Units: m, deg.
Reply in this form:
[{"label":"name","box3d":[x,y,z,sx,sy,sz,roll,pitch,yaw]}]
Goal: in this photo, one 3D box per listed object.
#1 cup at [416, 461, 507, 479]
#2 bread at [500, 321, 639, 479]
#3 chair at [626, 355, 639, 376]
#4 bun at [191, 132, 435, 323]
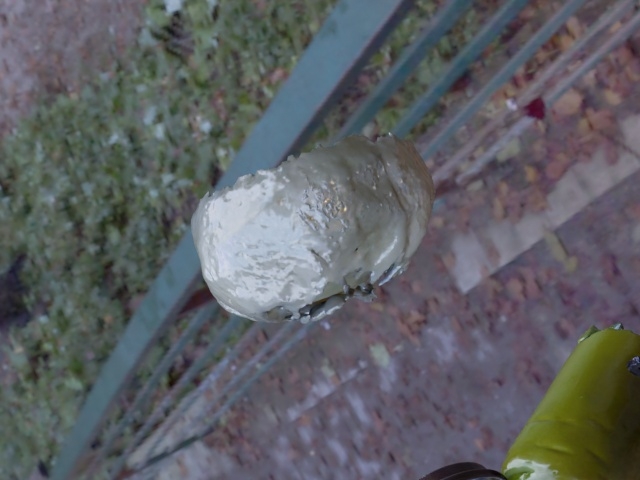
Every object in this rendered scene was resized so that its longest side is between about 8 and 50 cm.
[{"label":"cup","box3d":[0.210,0.436,1.379,0.279,0.196,0.196,-121,28,-43]},{"label":"bread","box3d":[0.421,0.312,1.561,0.208,0.376,0.251,-4,121,44]},{"label":"chair","box3d":[0.445,0.115,1.211,0.106,0.229,0.113,-38,40,38]},{"label":"bun","box3d":[0.000,0.000,1.076,0.259,0.259,0.152,-32,74,59]}]
